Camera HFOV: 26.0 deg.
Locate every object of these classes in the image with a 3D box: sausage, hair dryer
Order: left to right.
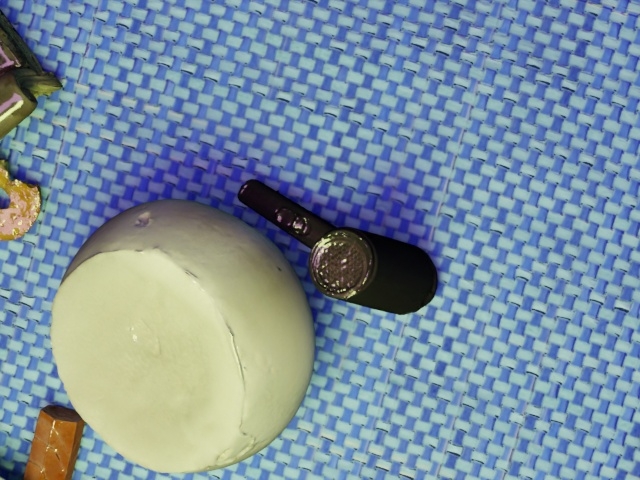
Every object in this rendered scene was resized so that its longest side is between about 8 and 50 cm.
[{"bbox_3d":[-0.349,0.299,1.769,0.065,0.065,0.169,17,99,6],"label":"sausage"},{"bbox_3d":[0.000,0.000,1.651,0.251,0.197,0.089,31,98,25],"label":"hair dryer"}]

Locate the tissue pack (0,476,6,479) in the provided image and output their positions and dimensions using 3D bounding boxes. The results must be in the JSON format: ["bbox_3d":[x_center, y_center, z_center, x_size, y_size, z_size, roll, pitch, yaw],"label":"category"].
[{"bbox_3d":[-0.471,0.377,1.728,0.310,0.128,0.228,31,129,3],"label":"tissue pack"}]

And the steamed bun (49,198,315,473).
[{"bbox_3d":[-0.153,0.107,1.633,0.324,0.206,0.324,11,112,27],"label":"steamed bun"}]

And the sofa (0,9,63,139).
[{"bbox_3d":[-0.470,-0.215,1.667,0.200,0.182,0.258,-35,91,9],"label":"sofa"}]

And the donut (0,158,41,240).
[{"bbox_3d":[-0.403,-0.051,1.747,0.108,0.043,0.097,43,100,0],"label":"donut"}]
